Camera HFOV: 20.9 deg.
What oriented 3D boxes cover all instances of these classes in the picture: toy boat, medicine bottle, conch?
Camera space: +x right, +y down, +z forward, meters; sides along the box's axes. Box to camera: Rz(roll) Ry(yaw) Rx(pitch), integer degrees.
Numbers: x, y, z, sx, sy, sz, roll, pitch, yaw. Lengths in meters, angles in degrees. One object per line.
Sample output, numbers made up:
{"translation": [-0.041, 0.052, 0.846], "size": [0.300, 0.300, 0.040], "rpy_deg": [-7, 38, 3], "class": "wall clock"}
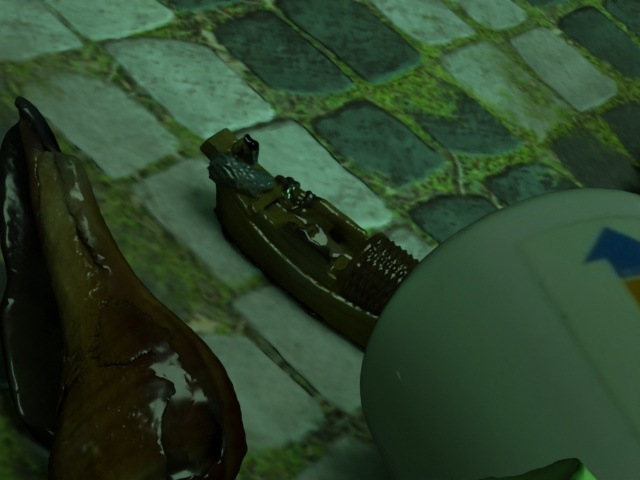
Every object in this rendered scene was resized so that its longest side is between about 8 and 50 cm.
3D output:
{"translation": [0.000, 0.000, 0.843], "size": [0.149, 0.049, 0.047], "rpy_deg": [40, 33, 11], "class": "toy boat"}
{"translation": [0.139, 0.125, 0.666], "size": [0.170, 0.170, 0.293], "rpy_deg": [9, 33, -32], "class": "medicine bottle"}
{"translation": [-0.076, 0.054, 0.670], "size": [0.080, 0.086, 0.233], "rpy_deg": [9, 41, -33], "class": "conch"}

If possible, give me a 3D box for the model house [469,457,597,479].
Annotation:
{"translation": [0.014, 0.205, 0.506], "size": [0.189, 0.195, 0.214], "rpy_deg": [55, 47, -9], "class": "model house"}
